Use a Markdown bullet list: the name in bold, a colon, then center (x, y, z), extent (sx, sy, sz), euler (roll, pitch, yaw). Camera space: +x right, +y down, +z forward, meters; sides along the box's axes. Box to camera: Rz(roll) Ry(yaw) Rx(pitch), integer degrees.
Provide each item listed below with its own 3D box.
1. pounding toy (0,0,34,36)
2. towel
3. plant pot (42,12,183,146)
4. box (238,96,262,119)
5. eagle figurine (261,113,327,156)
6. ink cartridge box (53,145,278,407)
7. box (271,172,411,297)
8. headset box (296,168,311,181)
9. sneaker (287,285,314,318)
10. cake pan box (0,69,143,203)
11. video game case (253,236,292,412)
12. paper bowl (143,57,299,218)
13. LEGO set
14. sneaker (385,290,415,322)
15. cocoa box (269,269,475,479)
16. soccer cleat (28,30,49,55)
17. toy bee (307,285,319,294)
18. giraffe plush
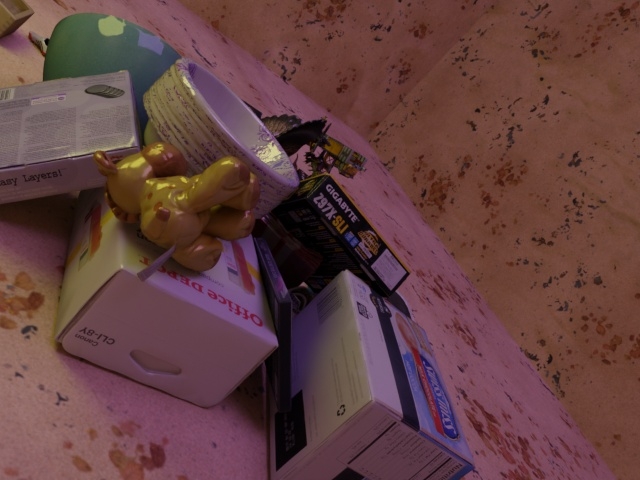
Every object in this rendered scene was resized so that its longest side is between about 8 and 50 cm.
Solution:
- **pounding toy**: center (-0.714, -0.508, 1.312), extent (0.141, 0.100, 0.130), euler (49, 16, -23)
- **towel**: center (-0.147, -0.032, 1.298), extent (0.329, 0.037, 0.237), euler (44, -23, 0)
- **plant pot**: center (-0.409, -0.259, 1.187), extent (0.290, 0.290, 0.195), euler (32, 60, -35)
- **box**: center (-0.340, -0.336, 1.486), extent (0.293, 0.073, 0.295), euler (27, -16, -38)
- **eagle figurine**: center (-0.134, -0.189, 1.492), extent (0.226, 0.298, 0.225), euler (26, 7, 20)
- **ink cartridge box**: center (-0.245, 0.039, 0.996), extent (0.279, 0.160, 0.385), euler (33, 21, -33)
- **box**: center (0.000, 0.000, 1.261), extent (0.257, 0.079, 0.322), euler (47, -22, -17)
- **headset box**: center (0.014, -0.055, 1.835), extent (0.293, 0.110, 0.218), euler (38, 19, -18)
- **sneaker**: center (-0.045, 0.140, 1.313), extent (0.090, 0.095, 0.235), euler (44, 13, 8)
- **cake pan box**: center (-0.418, -0.167, 0.959), extent (0.246, 0.266, 0.070), euler (-116, -162, -46)
- **video game case**: center (-0.086, 0.132, 1.053), extent (0.026, 0.196, 0.274), euler (-3, 22, -12)
- **paper bowl**: center (-0.180, -0.153, 1.031), extent (0.284, 0.148, 0.284), euler (48, 13, -14)
- **LEGO set**: center (-0.002, -0.240, 1.983), extent (0.192, 0.255, 0.331), euler (37, 3, 37)
- **sneaker**: center (0.177, 0.207, 1.624), extent (0.147, 0.104, 0.296), euler (29, 28, -53)
- **cocoa box**: center (0.066, 0.269, 1.050), extent (0.228, 0.231, 0.347), euler (37, 20, -22)
- **soccer cleat**: center (-0.645, -0.462, 1.421), extent (0.083, 0.035, 0.029), euler (50, 19, 15)
- **toy bee**: center (0.042, 0.080, 1.528), extent (0.195, 0.162, 0.298), euler (19, 31, -50)
- **giraffe plush**: center (-0.209, -0.059, 0.833), extent (0.170, 0.181, 0.210), euler (39, 51, 23)
